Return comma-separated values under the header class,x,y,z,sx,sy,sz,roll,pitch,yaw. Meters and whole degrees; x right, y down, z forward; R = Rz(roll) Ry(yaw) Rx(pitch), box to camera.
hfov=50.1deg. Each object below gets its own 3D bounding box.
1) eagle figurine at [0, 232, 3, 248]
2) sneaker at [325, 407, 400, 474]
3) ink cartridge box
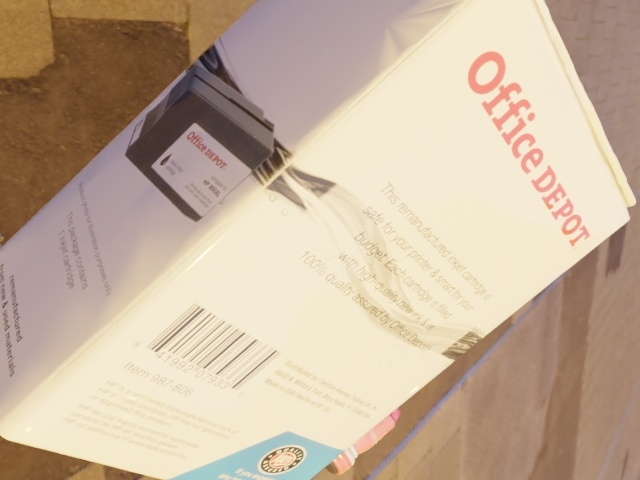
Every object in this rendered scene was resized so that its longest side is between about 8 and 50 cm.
class,x,y,z,sx,sy,sz,roll,pitch,yaw
eagle figurine,-0.467,0.066,0.642,0.298,0.225,0.226,12,119,-22
sneaker,0.000,0.171,0.946,0.136,0.314,0.116,-29,135,-10
ink cartridge box,0.000,0.000,0.519,0.395,0.166,0.285,-41,137,9
